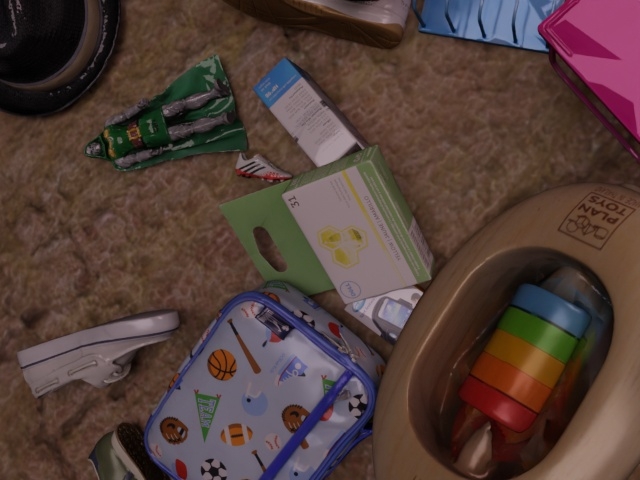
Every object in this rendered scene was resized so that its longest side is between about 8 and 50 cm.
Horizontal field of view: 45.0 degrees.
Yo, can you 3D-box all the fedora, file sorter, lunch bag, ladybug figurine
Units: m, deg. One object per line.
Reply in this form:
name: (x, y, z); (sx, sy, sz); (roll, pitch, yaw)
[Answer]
fedora: (-0.453, -0.343, 1.089); (0.334, 0.152, 0.334); (0, 90, 17)
file sorter: (0.413, -0.235, 0.824); (0.291, 0.182, 0.202); (-41, 81, 13)
file sorter: (0.206, -0.307, 0.924); (0.170, 0.104, 0.118); (14, 93, 16)
lunch bag: (-0.064, 0.214, 0.985); (0.243, 0.115, 0.303); (39, 107, 9)
ladybug figurine: (0.241, 0.141, 0.849); (0.305, 0.162, 0.449); (34, 89, 45)

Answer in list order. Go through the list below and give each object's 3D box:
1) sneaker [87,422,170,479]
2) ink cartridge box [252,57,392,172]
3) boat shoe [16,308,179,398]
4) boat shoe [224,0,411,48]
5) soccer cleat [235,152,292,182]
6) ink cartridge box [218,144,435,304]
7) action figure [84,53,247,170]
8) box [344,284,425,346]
sneaker: (-0.260, 0.358, 1.083); (0.086, 0.064, 0.192); (-34, 81, 21)
ink cartridge box: (0.005, -0.138, 0.981); (0.060, 0.104, 0.180); (-41, 79, 12)
boat shoe: (-0.306, 0.163, 1.077); (0.268, 0.096, 0.088); (-17, 89, 16)
boat shoe: (-0.018, -0.331, 0.996); (0.277, 0.098, 0.096); (17, 83, 2)
soccer cleat: (-0.077, -0.099, 1.045); (0.083, 0.029, 0.035); (10, 97, 20)
ink cartridge box: (0.000, 0.000, 0.950); (0.235, 0.056, 0.171); (-19, 114, 25)
action figure: (-0.229, -0.156, 1.074); (0.232, 0.063, 0.137); (-17, 86, 18)
box: (0.096, 0.087, 0.995); (0.136, 0.028, 0.081); (35, 99, 12)
